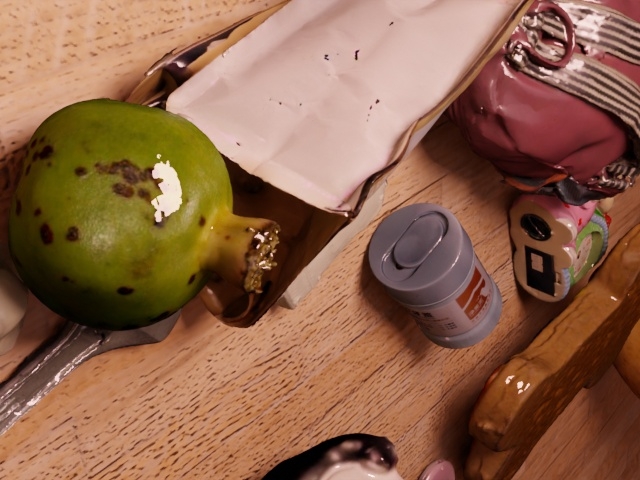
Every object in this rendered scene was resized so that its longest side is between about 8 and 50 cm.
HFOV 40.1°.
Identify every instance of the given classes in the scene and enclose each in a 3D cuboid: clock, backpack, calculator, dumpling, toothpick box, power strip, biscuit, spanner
[{"bbox_3d":[0.339,-0.039,1.176,0.195,0.100,0.194,-45,141,-28],"label":"clock"},{"bbox_3d":[0.245,-0.188,0.897,0.317,0.197,0.283,11,100,-51],"label":"backpack"},{"bbox_3d":[0.142,0.367,1.157,0.103,0.024,0.165,-7,110,-52],"label":"calculator"},{"bbox_3d":[-0.202,0.032,0.545,0.077,0.043,0.059,60,39,-28],"label":"dumpling"},{"bbox_3d":[0.125,0.040,0.923,0.101,0.101,0.153,-61,143,-14],"label":"toothpick box"},{"bbox_3d":[0.000,0.000,0.801,0.191,0.030,0.047,-48,139,-29],"label":"power strip"},{"bbox_3d":[0.327,0.163,1.203,0.394,0.076,0.368,-43,153,-20],"label":"biscuit"},{"bbox_3d":[-0.207,0.110,0.588,0.325,0.026,0.093,-44,137,-30],"label":"spanner"}]

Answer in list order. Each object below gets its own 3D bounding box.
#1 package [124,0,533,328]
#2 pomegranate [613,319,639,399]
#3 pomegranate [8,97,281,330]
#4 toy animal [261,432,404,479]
[{"bbox_3d":[0.002,-0.113,0.682,0.311,0.165,0.221,-47,180,-35],"label":"package"},{"bbox_3d":[0.636,0.089,1.410,0.410,0.410,0.410,-26,125,-45],"label":"pomegranate"},{"bbox_3d":[-0.118,-0.009,0.527,0.122,0.169,0.143,-10,124,-55],"label":"pomegranate"},{"bbox_3d":[-0.032,0.335,0.744,0.310,0.251,0.250,-27,126,-35],"label":"toy animal"}]
